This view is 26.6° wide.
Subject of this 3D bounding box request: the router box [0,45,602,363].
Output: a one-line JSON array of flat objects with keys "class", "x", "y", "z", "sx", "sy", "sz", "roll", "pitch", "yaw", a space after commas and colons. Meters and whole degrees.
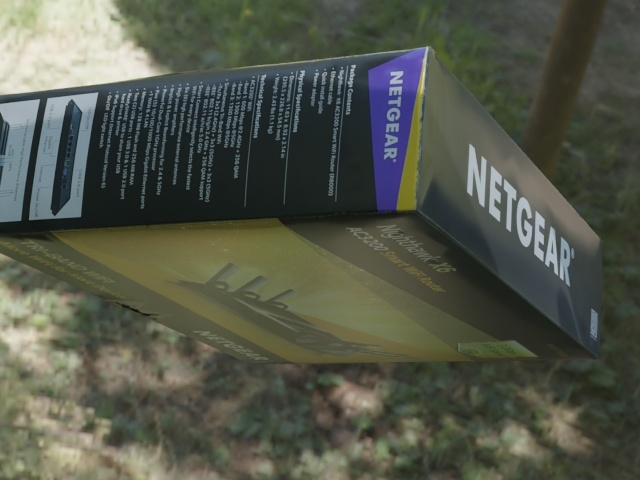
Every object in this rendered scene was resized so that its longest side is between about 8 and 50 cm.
[{"class": "router box", "x": 0.000, "y": 0.000, "z": 0.749, "sx": 0.243, "sy": 0.081, "sz": 0.309, "roll": -3, "pitch": -18, "yaw": 26}]
